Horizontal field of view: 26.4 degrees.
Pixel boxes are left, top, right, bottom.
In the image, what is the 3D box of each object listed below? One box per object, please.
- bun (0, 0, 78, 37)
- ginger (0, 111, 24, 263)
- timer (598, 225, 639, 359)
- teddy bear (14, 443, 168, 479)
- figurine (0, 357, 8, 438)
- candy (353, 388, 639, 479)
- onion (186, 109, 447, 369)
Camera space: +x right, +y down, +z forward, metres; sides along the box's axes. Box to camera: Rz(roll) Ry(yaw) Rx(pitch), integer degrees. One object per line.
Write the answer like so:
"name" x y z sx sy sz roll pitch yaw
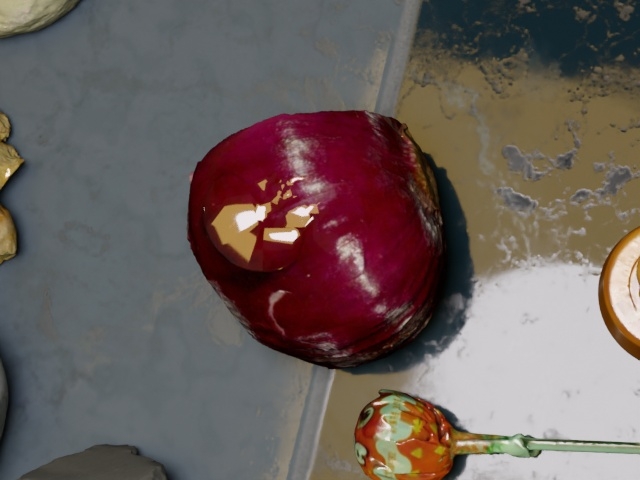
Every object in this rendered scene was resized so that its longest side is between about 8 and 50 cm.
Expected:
"bun" -0.336 -0.328 1.354 0.259 0.152 0.259 -2 81 13
"ginger" -0.367 -0.039 1.323 0.102 0.157 0.216 -26 67 44
"timer" 0.288 0.034 1.115 0.132 0.152 0.132 -3 80 15
"teddy bear" -0.222 0.311 1.209 0.144 0.171 0.251 2 85 27
"figurine" -0.496 0.168 1.280 0.394 0.227 0.275 10 117 1
"candy" 0.169 0.172 1.172 0.287 0.078 0.084 -1 98 12
"onion" 0.002 0.005 1.173 0.216 0.206 0.207 -24 75 12
